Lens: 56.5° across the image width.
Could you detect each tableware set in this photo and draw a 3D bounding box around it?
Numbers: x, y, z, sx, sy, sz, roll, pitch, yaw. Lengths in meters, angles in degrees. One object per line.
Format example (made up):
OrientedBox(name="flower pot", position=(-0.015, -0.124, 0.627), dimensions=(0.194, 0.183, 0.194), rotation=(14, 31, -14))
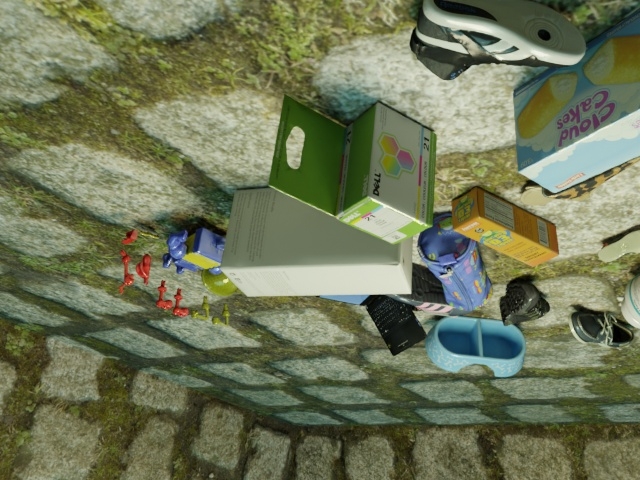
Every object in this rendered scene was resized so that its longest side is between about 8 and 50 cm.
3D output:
OrientedBox(name="tableware set", position=(0.448, -0.110, 1.095), dimensions=(0.141, 0.020, 0.168), rotation=(1, 151, 6))

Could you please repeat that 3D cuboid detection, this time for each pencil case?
OrientedBox(name="pencil case", position=(0.308, 0.061, 1.338), dimensions=(0.119, 0.133, 0.306), rotation=(-7, 151, 21))

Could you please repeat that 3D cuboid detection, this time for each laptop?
OrientedBox(name="laptop", position=(0.133, 0.205, 1.646), dimensions=(0.136, 0.264, 0.234), rotation=(-24, 166, -24))

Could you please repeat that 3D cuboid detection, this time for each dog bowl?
OrientedBox(name="dog bowl", position=(0.463, 0.304, 1.757), dimensions=(0.297, 0.166, 0.074), rotation=(6, 142, 2))

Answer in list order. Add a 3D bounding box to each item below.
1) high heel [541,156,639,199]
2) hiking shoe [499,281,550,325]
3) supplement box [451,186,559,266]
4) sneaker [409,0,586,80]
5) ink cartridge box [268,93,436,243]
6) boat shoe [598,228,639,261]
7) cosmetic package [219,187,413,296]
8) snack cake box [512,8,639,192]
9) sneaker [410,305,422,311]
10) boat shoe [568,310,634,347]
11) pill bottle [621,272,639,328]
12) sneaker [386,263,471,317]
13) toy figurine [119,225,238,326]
OrientedBox(name="high heel", position=(0.434, -0.147, 0.855), dimensions=(0.186, 0.093, 0.261), rotation=(-31, 165, -17))
OrientedBox(name="hiking shoe", position=(0.543, 0.158, 1.551), dimensions=(0.114, 0.086, 0.227), rotation=(-8, 158, -1))
OrientedBox(name="supplement box", position=(0.378, -0.025, 1.215), dimensions=(0.233, 0.080, 0.078), rotation=(23, 147, -24))
OrientedBox(name="sneaker", position=(0.228, -0.260, 0.801), dimensions=(0.217, 0.079, 0.121), rotation=(17, 156, -2))
OrientedBox(name="ink cartridge box", position=(0.059, -0.129, 0.957), dimensions=(0.255, 0.189, 0.097), rotation=(22, 150, -28))
OrientedBox(name="boat shoe", position=(0.653, 0.006, 1.251), dimensions=(0.043, 0.049, 0.137), rotation=(-27, 175, -40))
OrientedBox(name="cosmetic package", position=(0.000, 0.000, 1.221), dimensions=(0.365, 0.197, 0.155), rotation=(-1, 152, 17))
OrientedBox(name="snack cake box", position=(0.394, -0.191, 0.802), dimensions=(0.089, 0.152, 0.264), rotation=(22, 149, -27))
OrientedBox(name="sneaker", position=(0.280, 0.179, 1.653), dimensions=(0.162, 0.063, 0.073), rotation=(16, 159, -11))
OrientedBox(name="boat shoe", position=(0.772, 0.246, 1.634), dimensions=(0.254, 0.095, 0.079), rotation=(24, 150, -33))
OrientedBox(name="pill bottle", position=(0.781, 0.113, 1.316), dimensions=(0.146, 0.146, 0.264), rotation=(8, 154, -2))
OrientedBox(name="sneaker", position=(0.251, 0.139, 1.526), dimensions=(0.319, 0.112, 0.131), rotation=(18, 148, -18))
OrientedBox(name="toy figurine", position=(-0.272, 0.067, 1.436), dimensions=(0.217, 0.191, 0.362), rotation=(-21, 143, 35))
